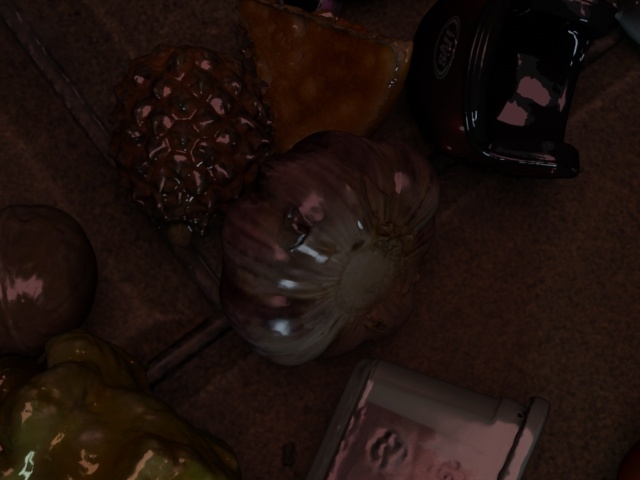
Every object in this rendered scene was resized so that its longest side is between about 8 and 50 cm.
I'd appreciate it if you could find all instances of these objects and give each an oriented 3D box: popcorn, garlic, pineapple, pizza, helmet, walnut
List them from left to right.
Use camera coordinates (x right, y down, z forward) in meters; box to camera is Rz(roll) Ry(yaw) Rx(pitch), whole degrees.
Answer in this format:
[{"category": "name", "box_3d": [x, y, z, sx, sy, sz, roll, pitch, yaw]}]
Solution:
[{"category": "walnut", "box_3d": [-0.280, 0.038, 1.340, 0.140, 0.162, 0.140, 0, 114, 1]}, {"category": "popcorn", "box_3d": [-0.196, 0.212, 1.238, 0.276, 0.276, 0.225, 41, 37, 5]}, {"category": "pineapple", "box_3d": [-0.125, -0.086, 1.368, 0.166, 0.166, 0.193, 5, 80, -3]}, {"category": "pizza", "box_3d": [-0.003, -0.176, 1.398, 0.193, 0.201, 0.053, 57, 37, 4]}, {"category": "garlic", "box_3d": [0.000, 0.000, 1.343, 0.245, 0.245, 0.160, -43, 48, -10]}, {"category": "helmet", "box_3d": [0.182, -0.158, 1.379, 0.193, 0.216, 0.189, 14, 90, 39]}]

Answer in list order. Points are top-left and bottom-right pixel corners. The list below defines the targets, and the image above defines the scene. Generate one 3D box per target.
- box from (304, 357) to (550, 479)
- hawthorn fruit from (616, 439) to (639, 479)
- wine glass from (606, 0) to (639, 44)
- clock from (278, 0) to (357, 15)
[{"category": "box", "box_3d": [0.069, 0.265, 1.312, 0.182, 0.175, 0.311, 22, 78, 10]}, {"category": "hawthorn fruit", "box_3d": [0.354, 0.237, 1.331, 0.179, 0.179, 0.200, -31, 66, -9]}, {"category": "wine glass", "box_3d": [0.362, -0.233, 1.461, 0.202, 0.093, 0.093, 6, 78, -2]}, {"category": "clock", "box_3d": [0.007, -0.356, 1.428, 0.228, 0.090, 0.247, -25, 88, 21]}]
